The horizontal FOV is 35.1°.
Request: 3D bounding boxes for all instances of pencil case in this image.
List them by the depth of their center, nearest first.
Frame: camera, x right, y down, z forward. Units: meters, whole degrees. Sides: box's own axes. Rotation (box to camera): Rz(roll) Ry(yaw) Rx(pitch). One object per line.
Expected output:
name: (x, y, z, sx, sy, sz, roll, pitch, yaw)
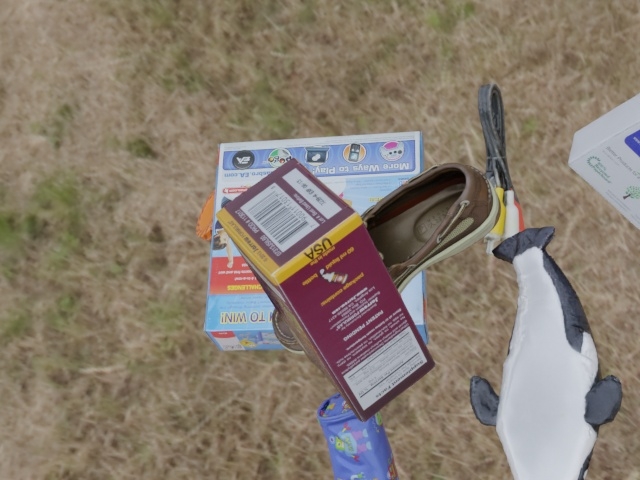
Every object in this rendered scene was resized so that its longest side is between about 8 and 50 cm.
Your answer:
pencil case: (0.078, 0.431, 1.896, 0.133, 0.119, 0.306, -11, 102, 21)

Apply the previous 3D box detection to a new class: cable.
cable: (0.310, -0.114, 1.682, 0.072, 0.139, 0.287, 5, 94, 38)

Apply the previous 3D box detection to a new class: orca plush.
orca plush: (0.235, 0.137, 1.071, 0.151, 0.102, 0.287, -23, 63, 18)

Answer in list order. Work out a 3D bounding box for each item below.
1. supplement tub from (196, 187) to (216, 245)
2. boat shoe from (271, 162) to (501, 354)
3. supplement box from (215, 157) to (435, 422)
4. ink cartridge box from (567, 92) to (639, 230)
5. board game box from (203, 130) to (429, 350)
supplement tub: (-0.097, -0.009, 1.638, 0.117, 0.190, 0.117, -47, 28, 35)
boat shoe: (0.048, 0.010, 0.962, 0.257, 0.095, 0.095, -40, 64, 7)
supplement box: (0.008, 0.041, 0.804, 0.081, 0.188, 0.104, -36, 41, -8)
ink cartridge box: (0.438, -0.120, 1.045, 0.332, 0.165, 0.065, -31, 27, 45)
board game box: (0.000, 0.000, 1.460, 0.308, 0.086, 0.302, -2, 65, 9)
